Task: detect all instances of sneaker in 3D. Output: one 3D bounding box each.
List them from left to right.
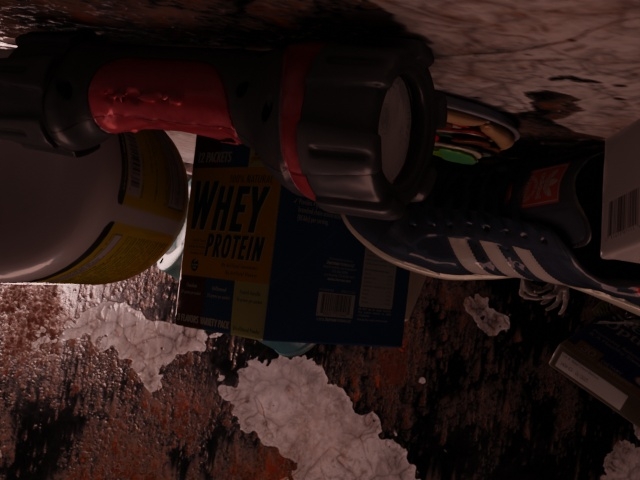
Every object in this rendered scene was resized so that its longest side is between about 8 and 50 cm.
[{"bbox_3d":[0.174,-0.030,0.808,0.350,0.131,0.148,11,163,19],"label":"sneaker"}]

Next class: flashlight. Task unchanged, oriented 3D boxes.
[{"bbox_3d":[-0.079,-0.079,0.591,0.304,0.103,0.103,8,179,28],"label":"flashlight"}]

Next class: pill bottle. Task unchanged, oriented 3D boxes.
[{"bbox_3d":[-0.233,-0.051,0.896,0.188,0.188,0.334,9,178,7],"label":"pill bottle"}]

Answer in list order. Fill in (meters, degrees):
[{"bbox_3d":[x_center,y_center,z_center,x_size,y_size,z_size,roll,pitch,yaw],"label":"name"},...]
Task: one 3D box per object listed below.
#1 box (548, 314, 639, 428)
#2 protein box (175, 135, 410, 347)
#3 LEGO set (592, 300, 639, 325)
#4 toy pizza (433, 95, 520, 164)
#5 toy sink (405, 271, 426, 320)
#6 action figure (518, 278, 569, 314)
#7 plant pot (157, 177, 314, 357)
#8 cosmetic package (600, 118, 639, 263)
[{"bbox_3d":[0.364,0.127,1.056,0.136,0.036,0.225,35,-147,26],"label":"box"},{"bbox_3d":[-0.019,-0.002,0.965,0.200,0.201,0.136,9,176,-44],"label":"protein box"},{"bbox_3d":[0.343,0.051,1.005,0.331,0.192,0.255,11,177,-42],"label":"LEGO set"},{"bbox_3d":[0.053,-0.087,0.745,0.201,0.032,0.201,9,178,0],"label":"toy pizza"},{"bbox_3d":[0.000,0.000,1.164,0.234,0.131,0.153,27,169,-18],"label":"toy sink"},{"bbox_3d":[0.303,0.023,1.252,0.276,0.141,0.164,8,-170,4],"label":"action figure"},{"bbox_3d":[-0.108,0.012,1.520,0.255,0.271,0.272,27,171,-23],"label":"plant pot"},{"bbox_3d":[0.194,-0.039,0.302,0.099,0.060,0.239,12,164,-12],"label":"cosmetic package"}]
